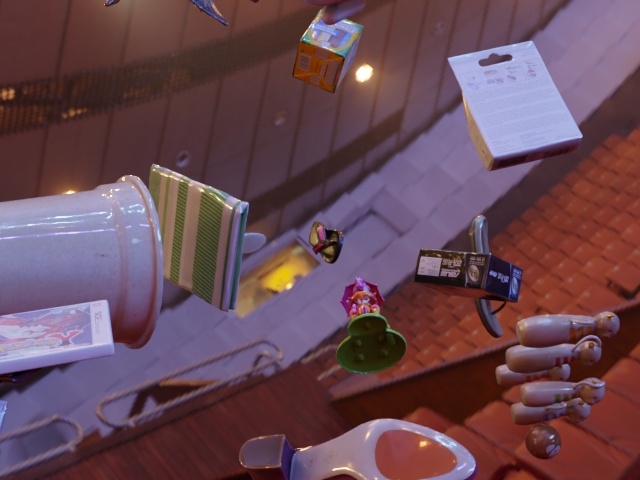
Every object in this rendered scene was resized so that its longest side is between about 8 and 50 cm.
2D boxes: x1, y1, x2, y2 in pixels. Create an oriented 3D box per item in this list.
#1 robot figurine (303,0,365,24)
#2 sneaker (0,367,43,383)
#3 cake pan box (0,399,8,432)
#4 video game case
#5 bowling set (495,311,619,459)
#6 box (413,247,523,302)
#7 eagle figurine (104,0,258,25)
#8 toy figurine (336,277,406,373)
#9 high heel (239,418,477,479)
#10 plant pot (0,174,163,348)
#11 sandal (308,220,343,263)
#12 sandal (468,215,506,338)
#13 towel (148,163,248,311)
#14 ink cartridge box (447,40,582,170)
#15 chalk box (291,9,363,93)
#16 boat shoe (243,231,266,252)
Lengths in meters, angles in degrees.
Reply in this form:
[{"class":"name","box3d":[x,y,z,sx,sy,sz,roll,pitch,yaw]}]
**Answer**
[{"class":"robot figurine","box3d":[0.048,-0.609,1.794,0.353,0.200,0.299,-29,-52,-39]},{"class":"sneaker","box3d":[-0.649,0.232,1.606,0.281,0.106,0.162,-9,4,-26]},{"class":"cake pan box","box3d":[-0.634,0.343,1.314,0.246,0.266,0.070,17,-38,-23]},{"class":"video game case","box3d":[-0.409,0.140,1.252,0.201,0.183,0.023,-9,-72,-14]},{"class":"bowling set","box3d":[0.384,0.245,1.355,0.154,0.199,0.287,-5,-24,0]},{"class":"box","box3d":[0.317,0.076,1.841,0.147,0.180,0.077,21,-102,-48]},{"class":"eagle figurine","box3d":[-0.272,-0.562,1.784,0.225,0.298,0.226,11,-88,-56]},{"class":"toy figurine","box3d":[0.078,0.133,1.584,0.130,0.159,0.173,-12,-44,1]},{"class":"high heel","box3d":[0.068,0.374,1.350,0.181,0.377,0.127,66,-148,-44]},{"class":"plant pot","box3d":[-0.489,0.044,1.561,0.306,0.333,0.333,-1,-45,-31]},{"class":"sandal","box3d":[0.000,0.000,1.690,0.040,0.179,0.067,16,-83,-22]},{"class":"sandal","box3d":[0.415,0.090,2.062,0.120,0.086,0.302,-25,-71,-72]},{"class":"towel","box3d":[-0.274,-0.009,1.828,0.038,0.325,0.247,-6,-70,-43]},{"class":"ink cartridge box","box3d":[0.360,-0.254,1.614,0.189,0.232,0.066,-14,-28,-13]},{"class":"chalk box","box3d":[0.028,-0.529,2.339,0.132,0.132,0.213,107,-172,-49]},{"class":"boat shoe","box3d":[-0.190,0.006,1.907,0.137,0.043,0.049,-16,-63,-18]}]
